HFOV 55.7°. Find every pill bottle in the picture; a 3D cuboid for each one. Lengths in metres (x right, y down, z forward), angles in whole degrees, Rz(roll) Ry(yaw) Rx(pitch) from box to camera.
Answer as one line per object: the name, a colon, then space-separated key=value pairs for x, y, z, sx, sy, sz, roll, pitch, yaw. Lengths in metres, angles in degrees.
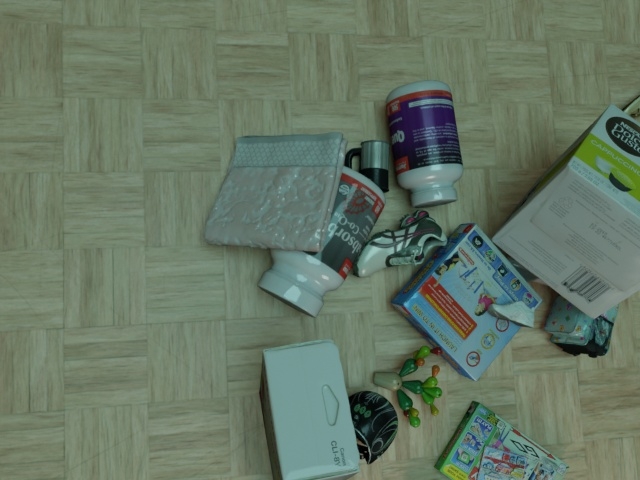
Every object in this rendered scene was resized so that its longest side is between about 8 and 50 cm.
pill bottle: x=0.287 y=-0.258 z=1.655 sx=0.182 sy=0.181 sz=0.322 roll=-6 pitch=84 yaw=-11
pill bottle: x=0.000 y=0.000 z=1.558 sx=0.210 sy=0.210 sz=0.362 roll=30 pitch=79 yaw=-6

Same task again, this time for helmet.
helmet: x=0.119 y=0.465 z=1.543 sx=0.162 sy=0.169 sz=0.169 roll=-36 pitch=91 yaw=-42

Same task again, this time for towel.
towel: x=-0.113 y=-0.127 z=1.515 sx=0.332 sy=0.053 sz=0.316 roll=4 pitch=68 yaw=28

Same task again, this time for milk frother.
milk frother: x=0.131 y=-0.206 z=1.640 sx=0.129 sy=0.143 sz=0.134 roll=2 pitch=83 yaw=-6

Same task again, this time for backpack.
backpack: x=0.730 y=0.212 z=1.689 sx=0.144 sy=0.166 sz=0.188 roll=35 pitch=75 yaw=-10

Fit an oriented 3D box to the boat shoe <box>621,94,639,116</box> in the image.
boat shoe: x=0.984 y=-0.411 z=1.861 sx=0.170 sy=0.063 sz=0.059 roll=-36 pitch=85 yaw=-13

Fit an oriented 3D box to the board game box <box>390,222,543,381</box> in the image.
board game box: x=0.401 y=0.165 z=1.649 sx=0.302 sy=0.086 sz=0.308 roll=-46 pitch=103 yaw=-12

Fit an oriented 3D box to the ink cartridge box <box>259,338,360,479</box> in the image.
ink cartridge box: x=-0.041 y=0.415 z=1.378 sx=0.161 sy=0.384 sz=0.279 roll=-7 pitch=64 yaw=-11

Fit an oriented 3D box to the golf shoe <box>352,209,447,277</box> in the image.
golf shoe: x=0.210 y=0.024 z=1.626 sx=0.273 sy=0.105 sz=0.120 roll=-34 pitch=55 yaw=-11

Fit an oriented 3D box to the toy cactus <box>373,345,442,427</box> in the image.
toy cactus: x=0.236 y=0.378 z=1.619 sx=0.181 sy=0.112 sz=0.218 roll=9 pitch=101 yaw=13

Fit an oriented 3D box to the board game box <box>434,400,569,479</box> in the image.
board game box: x=0.498 y=0.619 z=1.659 sx=0.317 sy=0.046 sz=0.213 roll=35 pitch=78 yaw=-5

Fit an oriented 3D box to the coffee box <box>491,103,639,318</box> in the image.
coffee box: x=0.725 y=-0.074 z=1.557 sx=0.338 sy=0.338 sz=0.334 roll=40 pitch=54 yaw=9

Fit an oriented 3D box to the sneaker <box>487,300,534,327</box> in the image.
sneaker: x=0.508 y=0.187 z=1.614 sx=0.152 sy=0.054 sz=0.061 roll=20 pitch=79 yaw=-24

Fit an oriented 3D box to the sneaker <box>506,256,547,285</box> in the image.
sneaker: x=0.614 y=0.068 z=1.739 sx=0.212 sy=0.080 sz=0.094 roll=15 pitch=69 yaw=-15

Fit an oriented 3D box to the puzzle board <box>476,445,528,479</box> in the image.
puzzle board: x=0.490 y=0.615 z=1.629 sx=0.128 sy=0.011 sz=0.096 roll=18 pitch=80 yaw=-7
